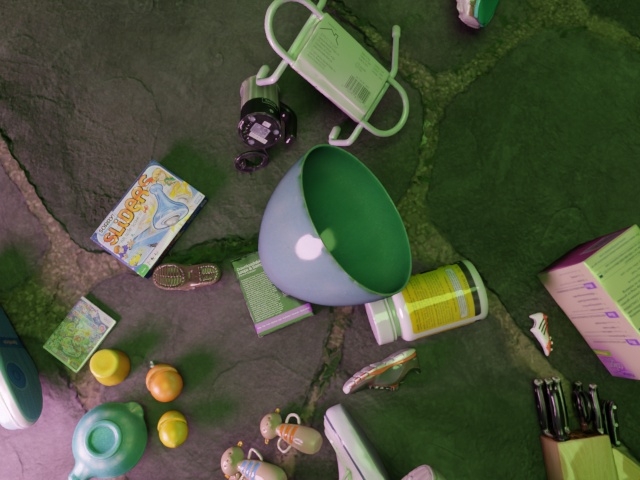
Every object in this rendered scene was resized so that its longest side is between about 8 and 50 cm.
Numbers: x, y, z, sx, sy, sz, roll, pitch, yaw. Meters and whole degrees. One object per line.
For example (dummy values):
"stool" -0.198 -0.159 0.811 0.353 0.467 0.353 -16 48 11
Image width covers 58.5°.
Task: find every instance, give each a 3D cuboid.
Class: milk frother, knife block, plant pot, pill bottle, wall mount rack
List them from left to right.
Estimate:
"milk frother" -0.130 -0.230 1.152 0.143 0.129 0.135 -29 42 23
"plant pot" 0.000 0.000 1.039 0.195 0.290 0.290 -30 79 33
"wall mount rack" 0.042 -0.369 1.112 0.350 0.130 0.304 35 83 -30
"pill bottle" 0.194 0.119 1.072 0.208 0.119 0.119 -16 80 -3
"knife block" 0.450 0.400 1.039 0.242 0.088 0.276 37 83 7

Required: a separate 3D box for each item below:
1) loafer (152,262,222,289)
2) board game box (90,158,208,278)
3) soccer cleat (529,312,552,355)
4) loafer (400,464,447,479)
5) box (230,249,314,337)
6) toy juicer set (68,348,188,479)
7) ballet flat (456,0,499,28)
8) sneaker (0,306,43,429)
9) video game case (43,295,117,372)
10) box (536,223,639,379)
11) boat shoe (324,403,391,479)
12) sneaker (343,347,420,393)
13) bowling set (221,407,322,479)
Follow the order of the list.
"loafer" -0.257 0.073 1.120 0.148 0.050 0.056 0 76 16
"board game box" -0.340 -0.044 1.145 0.136 0.035 0.201 34 82 6
"soccer cleat" 0.426 0.182 1.108 0.035 0.029 0.083 -6 77 8
"loafer" 0.129 0.505 0.903 0.111 0.112 0.320 24 99 -9
"box" -0.094 0.094 1.124 0.116 0.029 0.162 -21 82 -4
"toy juicer set" -0.351 0.372 1.048 0.209 0.089 0.329 10 69 -2
"ballet flat" 0.354 -0.623 1.213 0.147 0.147 0.409 25 78 5
"sneaker" -0.664 0.247 1.055 0.208 0.127 0.319 -34 72 -7
"video game case" -0.470 0.183 1.119 0.087 0.011 0.122 35 82 6
"box" 0.541 0.117 1.022 0.117 0.213 0.243 -33 81 -5
"boat shoe" 0.067 0.482 1.014 0.156 0.136 0.367 -29 91 -1
"sneaker" 0.120 0.262 1.080 0.157 0.061 0.065 -26 87 -3
"bowling set" -0.132 0.424 0.975 0.154 0.200 0.287 11 73 31
